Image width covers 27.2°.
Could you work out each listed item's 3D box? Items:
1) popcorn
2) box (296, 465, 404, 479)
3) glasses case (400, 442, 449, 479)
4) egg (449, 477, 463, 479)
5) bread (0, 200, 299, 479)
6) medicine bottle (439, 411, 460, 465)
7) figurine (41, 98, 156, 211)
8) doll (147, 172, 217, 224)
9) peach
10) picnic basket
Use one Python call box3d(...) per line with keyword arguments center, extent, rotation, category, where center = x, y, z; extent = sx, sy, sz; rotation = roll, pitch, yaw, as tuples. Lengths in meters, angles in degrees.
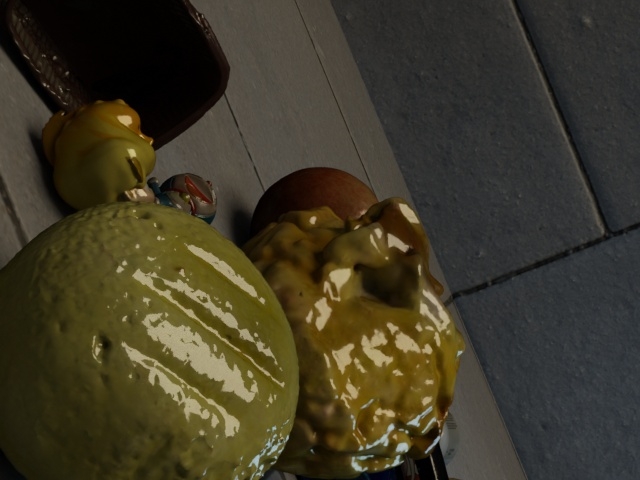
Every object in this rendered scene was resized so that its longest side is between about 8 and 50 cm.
box3d(center=(0.007, 0.141, 1.782), extent=(0.390, 0.354, 0.344), rotation=(-45, 123, -31), category="popcorn")
box3d(center=(0.044, 0.326, 2.077), extent=(0.261, 0.116, 0.279), rotation=(-79, 146, -67), category="box")
box3d(center=(0.160, 0.347, 2.106), extent=(0.103, 0.067, 0.266), rotation=(26, 49, -72), category="glasses case")
box3d(center=(0.218, 0.510, 2.251), extent=(0.245, 0.203, 0.203), rotation=(62, 13, -50), category="egg")
box3d(center=(-0.173, 0.118, 1.285), extent=(0.320, 0.237, 0.320), rotation=(40, 26, -24), category="bread")
box3d(center=(0.193, 0.372, 2.509), extent=(0.135, 0.135, 0.215), rotation=(71, 14, 13), category="medicine bottle")
box3d(center=(-0.238, -0.050, 1.572), extent=(0.246, 0.131, 0.156), rotation=(65, -21, -6), category="figurine")
box3d(center=(-0.194, -0.044, 1.810), extent=(0.114, 0.085, 0.152), rotation=(49, 24, 5), category="doll")
box3d(center=(0.000, 0.000, 2.180), extent=(0.252, 0.252, 0.252), rotation=(60, 15, -29), category="peach")
box3d(center=(-0.269, -0.260, 1.671), extent=(0.297, 0.222, 0.129), rotation=(56, -5, -38), category="picnic basket")
